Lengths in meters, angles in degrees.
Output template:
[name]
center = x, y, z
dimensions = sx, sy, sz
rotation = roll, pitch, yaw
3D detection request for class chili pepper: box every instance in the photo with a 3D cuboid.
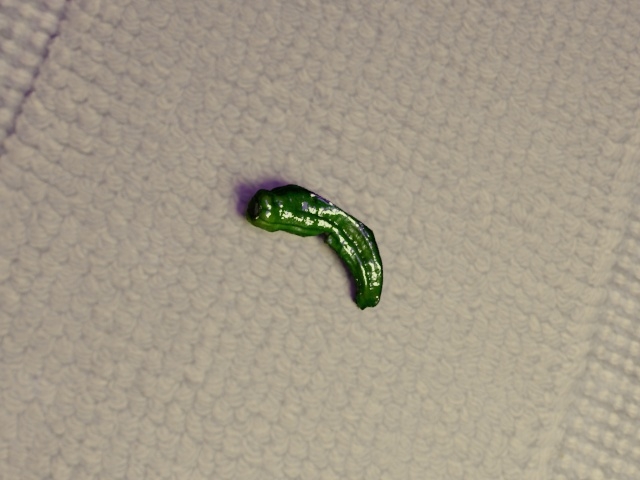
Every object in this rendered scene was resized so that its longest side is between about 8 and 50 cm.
[chili pepper]
center = 0.005, -0.004, 1.322
dimensions = 0.182, 0.050, 0.073
rotation = 37, 65, -15
